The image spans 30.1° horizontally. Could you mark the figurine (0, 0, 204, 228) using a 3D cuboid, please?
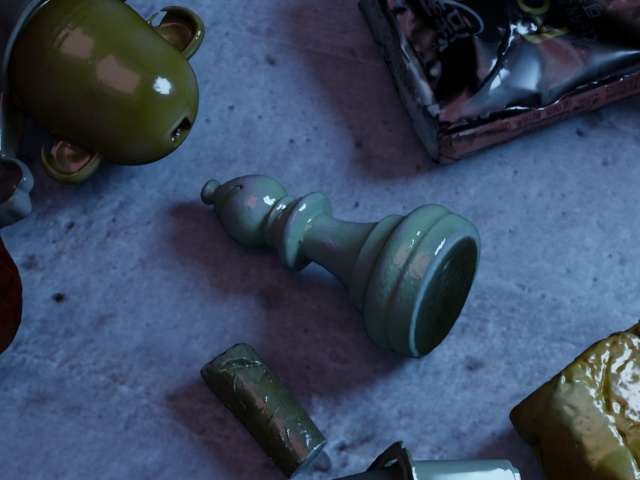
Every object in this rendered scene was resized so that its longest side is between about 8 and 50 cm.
[{"bbox_3d":[-0.243,-0.175,1.160,0.285,0.167,0.342,29,97,22],"label":"figurine"}]

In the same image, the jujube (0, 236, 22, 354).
[{"bbox_3d":[-0.347,0.043,1.013,0.174,0.250,0.174,-3,66,6],"label":"jujube"}]

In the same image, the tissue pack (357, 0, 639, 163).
[{"bbox_3d":[0.220,-0.231,1.193,0.332,0.123,0.245,-19,62,-7],"label":"tissue pack"}]

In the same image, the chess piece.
[{"bbox_3d":[0.000,0.000,1.103,0.271,0.139,0.139,22,66,25],"label":"chess piece"}]

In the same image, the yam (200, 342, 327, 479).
[{"bbox_3d":[-0.049,0.149,1.058,0.054,0.054,0.132,-37,68,-14],"label":"yam"}]

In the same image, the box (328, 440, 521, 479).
[{"bbox_3d":[0.070,0.309,0.886,0.166,0.220,0.290,-2,63,-14],"label":"box"}]

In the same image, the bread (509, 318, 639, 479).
[{"bbox_3d":[0.292,0.216,0.966,0.167,0.132,0.294,-30,65,-12],"label":"bread"}]
